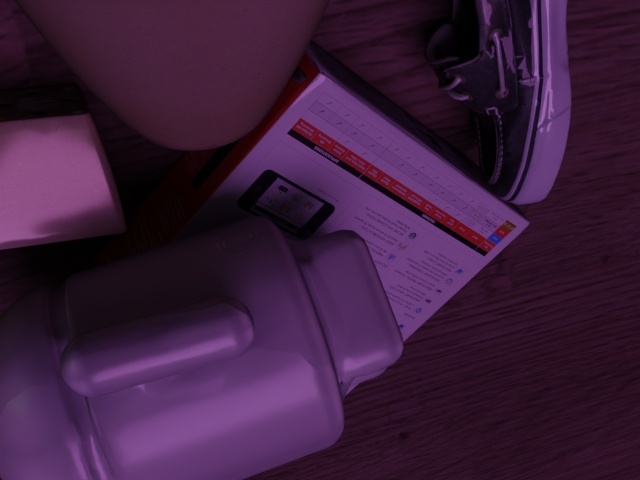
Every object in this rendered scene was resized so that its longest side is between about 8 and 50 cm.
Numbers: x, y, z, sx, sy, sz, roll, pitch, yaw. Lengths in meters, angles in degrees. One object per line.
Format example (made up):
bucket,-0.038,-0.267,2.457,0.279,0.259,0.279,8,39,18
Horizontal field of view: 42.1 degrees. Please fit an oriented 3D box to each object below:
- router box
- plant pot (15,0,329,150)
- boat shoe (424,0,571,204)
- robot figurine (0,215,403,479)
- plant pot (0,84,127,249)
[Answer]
router box,0.000,0.000,0.838,0.301,0.082,0.335,-45,134,18
plant pot,-0.093,-0.186,0.529,0.256,0.256,0.274,-16,154,-12
boat shoe,0.149,-0.176,0.742,0.119,0.121,0.335,-12,124,-5
robot figurine,-0.116,0.105,0.674,0.353,0.200,0.300,-18,163,-9
plant pot,-0.220,-0.065,0.661,0.109,0.109,0.096,-8,120,-19
